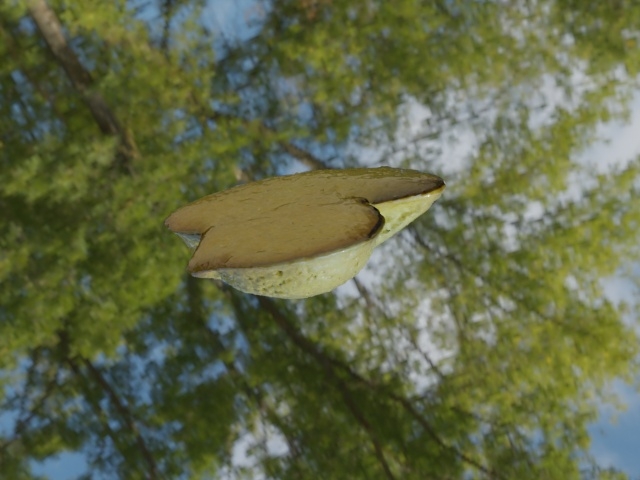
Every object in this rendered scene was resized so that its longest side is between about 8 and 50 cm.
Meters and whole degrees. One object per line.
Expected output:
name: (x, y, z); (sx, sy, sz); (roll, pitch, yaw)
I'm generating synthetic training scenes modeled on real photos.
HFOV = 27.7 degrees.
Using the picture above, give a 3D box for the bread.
bread: (0.000, 0.000, 0.846); (0.188, 0.065, 0.149); (-14, -161, -19)
